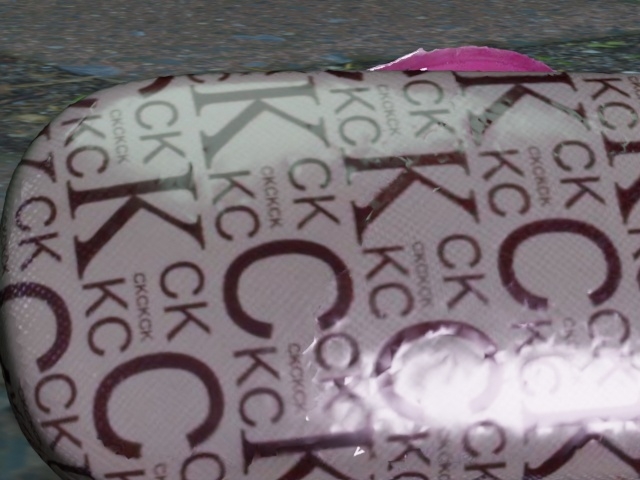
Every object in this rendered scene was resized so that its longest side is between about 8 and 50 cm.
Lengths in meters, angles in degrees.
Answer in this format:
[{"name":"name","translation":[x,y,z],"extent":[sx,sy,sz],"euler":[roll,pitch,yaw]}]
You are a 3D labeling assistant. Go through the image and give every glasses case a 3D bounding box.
[{"name":"glasses case","translation":[0.076,0.017,0.621],"extent":[0.354,0.137,0.085],"euler":[0,-19,-10]}]

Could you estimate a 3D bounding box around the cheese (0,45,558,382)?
[{"name":"cheese","translation":[0.000,0.000,0.711],"extent":[0.244,0.155,0.062],"euler":[-18,48,-15]}]
